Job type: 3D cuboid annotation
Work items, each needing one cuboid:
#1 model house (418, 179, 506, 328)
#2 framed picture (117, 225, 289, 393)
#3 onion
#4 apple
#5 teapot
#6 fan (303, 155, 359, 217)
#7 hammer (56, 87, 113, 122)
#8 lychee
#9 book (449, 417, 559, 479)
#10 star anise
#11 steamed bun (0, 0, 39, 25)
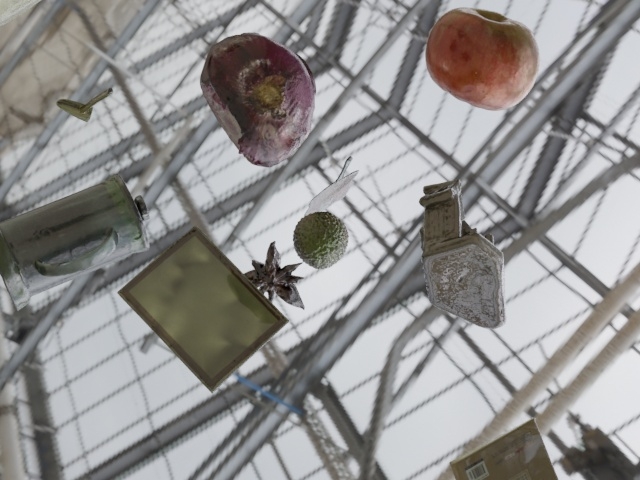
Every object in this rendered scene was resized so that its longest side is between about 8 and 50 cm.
[{"bbox_3d":[0.214,0.012,1.498,0.122,0.229,0.188,-12,-131,7],"label":"model house"},{"bbox_3d":[-0.188,0.107,1.553,0.173,0.010,0.231,-41,-105,-14],"label":"framed picture"},{"bbox_3d":[-0.082,-0.195,1.285,0.135,0.173,0.198,-27,-159,-7],"label":"onion"},{"bbox_3d":[0.296,-0.332,1.771,0.209,0.209,0.164,-124,-137,-54],"label":"apple"},{"bbox_3d":[-0.516,-0.001,2.041,0.337,0.200,0.270,-24,-155,-17],"label":"teapot"},{"bbox_3d":[0.030,-0.108,1.921,0.132,0.009,0.220,-33,167,-27],"label":"fan"},{"bbox_3d":[-0.373,-0.227,1.553,0.195,0.060,0.028,-8,-117,61],"label":"hammer"},{"bbox_3d":[0.000,0.000,1.891,0.114,0.114,0.146,-50,-178,8],"label":"lychee"},{"bbox_3d":[0.263,0.352,1.291,0.138,0.199,0.016,-24,-172,-16],"label":"book"},{"bbox_3d":[-0.073,0.075,1.674,0.124,0.129,0.056,-41,-165,18],"label":"star anise"},{"bbox_3d":[-0.526,-0.430,1.473,0.170,0.200,0.225,13,-135,36],"label":"steamed bun"}]
